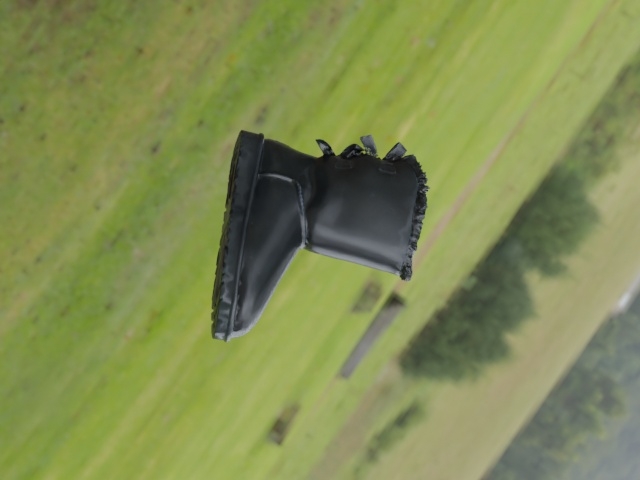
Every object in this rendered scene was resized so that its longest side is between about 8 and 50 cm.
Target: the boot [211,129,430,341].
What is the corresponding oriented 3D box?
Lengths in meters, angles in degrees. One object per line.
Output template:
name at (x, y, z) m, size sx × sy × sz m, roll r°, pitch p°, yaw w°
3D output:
boot at (0.000, 0.001, 0.750) m, size 0.045 × 0.099 × 0.121 m, roll 116°, pitch -17°, yaw -61°
